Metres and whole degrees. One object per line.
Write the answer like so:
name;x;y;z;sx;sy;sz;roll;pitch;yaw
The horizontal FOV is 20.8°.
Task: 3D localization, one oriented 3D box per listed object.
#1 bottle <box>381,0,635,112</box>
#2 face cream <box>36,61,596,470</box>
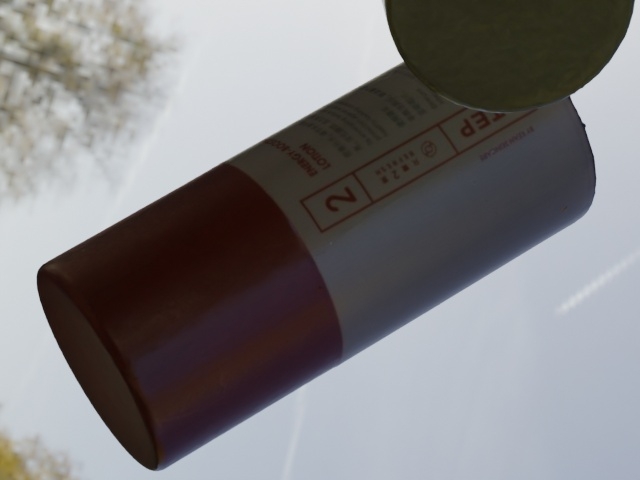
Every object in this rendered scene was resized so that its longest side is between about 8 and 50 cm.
bottle;0.047;-0.113;0.557;0.201;0.072;0.072;-95;-153;-60
face cream;0.000;0.000;0.709;0.096;0.214;0.096;49;-22;28
